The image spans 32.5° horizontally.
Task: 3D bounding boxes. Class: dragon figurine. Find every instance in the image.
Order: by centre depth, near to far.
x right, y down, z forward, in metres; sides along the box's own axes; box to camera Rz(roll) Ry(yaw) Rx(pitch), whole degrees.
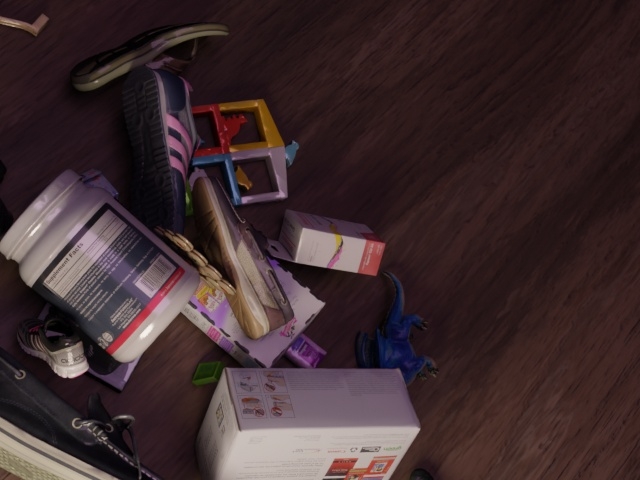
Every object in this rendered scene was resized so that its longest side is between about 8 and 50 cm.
[{"bbox_3d":[0.118,0.192,1.960,0.144,0.085,0.289,-8,80,-26],"label":"dragon figurine"}]

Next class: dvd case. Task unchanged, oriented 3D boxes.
[{"bbox_3d":[-0.348,0.105,1.814,0.179,0.029,0.239,32,65,-12],"label":"dvd case"}]

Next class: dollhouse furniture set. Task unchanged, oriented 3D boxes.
[{"bbox_3d":[-0.143,0.263,1.863,0.151,0.058,0.076,40,55,-30],"label":"dollhouse furniture set"}]

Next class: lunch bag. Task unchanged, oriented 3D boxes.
[{"bbox_3d":[-0.388,-0.080,1.832,0.071,0.053,0.083,-27,59,-28],"label":"lunch bag"}]

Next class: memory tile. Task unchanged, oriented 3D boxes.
[{"bbox_3d":[-0.202,0.033,1.752,0.012,0.113,0.148,-50,121,-15],"label":"memory tile"}]

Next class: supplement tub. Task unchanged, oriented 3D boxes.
[{"bbox_3d":[-0.342,0.040,1.711,0.272,0.191,0.191,42,64,-6],"label":"supplement tub"}]

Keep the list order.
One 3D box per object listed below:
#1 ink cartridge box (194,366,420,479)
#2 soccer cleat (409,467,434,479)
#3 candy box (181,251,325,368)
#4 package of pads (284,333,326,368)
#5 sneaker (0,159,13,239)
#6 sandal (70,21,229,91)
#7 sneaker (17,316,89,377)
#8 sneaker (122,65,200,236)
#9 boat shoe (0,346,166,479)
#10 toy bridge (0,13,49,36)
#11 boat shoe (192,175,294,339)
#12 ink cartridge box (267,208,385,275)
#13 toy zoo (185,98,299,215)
[{"bbox_3d":[-0.036,0.340,1.802,0.309,0.272,0.130,3,44,-23],"label":"ink cartridge box"},{"bbox_3d":[0.201,0.486,1.921,0.060,0.072,0.179,-9,79,-25],"label":"soccer cleat"},{"bbox_3d":[-0.120,0.110,1.870,0.196,0.070,0.165,41,63,4],"label":"candy box"},{"bbox_3d":[-0.036,0.192,1.924,0.083,0.032,0.050,40,67,-9],"label":"package of pads"},{"bbox_3d":[-0.542,-0.008,1.723,0.124,0.107,0.283,5,74,-29],"label":"sneaker"},{"bbox_3d":[-0.295,-0.315,1.923,0.303,0.120,0.086,-30,114,-25],"label":"sandal"},{"bbox_3d":[-0.409,0.144,1.672,0.063,0.170,0.075,-17,119,-37],"label":"sneaker"},{"bbox_3d":[-0.247,-0.131,1.853,0.131,0.112,0.319,0,86,-53],"label":"sneaker"},{"bbox_3d":[-0.350,0.313,1.649,0.500,0.187,0.156,30,58,2],"label":"boat shoe"},{"bbox_3d":[-0.557,-0.412,1.869,0.188,0.026,0.063,38,65,-9],"label":"toy bridge"},{"bbox_3d":[-0.129,0.021,1.814,0.092,0.103,0.285,-18,76,-26],"label":"boat shoe"},{"bbox_3d":[0.000,0.000,1.939,0.198,0.115,0.067,10,104,-21],"label":"ink cartridge box"},{"bbox_3d":[-0.175,-0.150,1.959,0.293,0.030,0.192,-10,80,-25],"label":"toy zoo"}]
